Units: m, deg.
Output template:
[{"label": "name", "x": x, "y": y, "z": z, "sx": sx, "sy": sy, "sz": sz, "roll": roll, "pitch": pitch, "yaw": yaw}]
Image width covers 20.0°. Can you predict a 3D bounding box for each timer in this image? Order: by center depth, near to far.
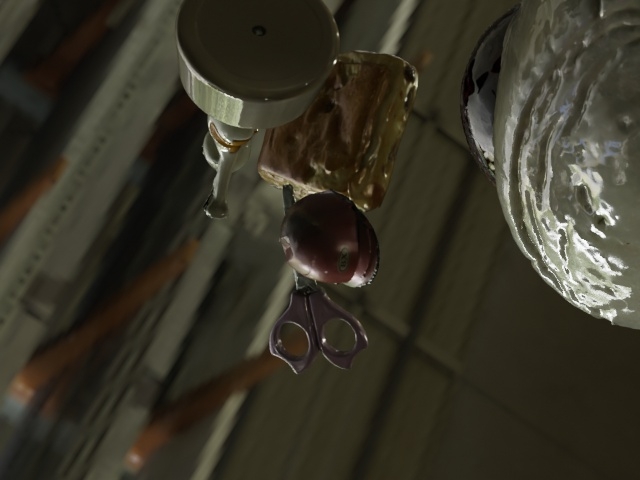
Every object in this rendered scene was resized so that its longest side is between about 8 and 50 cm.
[{"label": "timer", "x": -0.088, "y": -0.150, "z": 2.009, "sx": 0.266, "sy": 0.175, "sz": 0.175, "roll": 109, "pitch": 4, "yaw": -55}]

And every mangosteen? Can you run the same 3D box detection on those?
[{"label": "mangosteen", "x": 0.242, "y": -0.143, "z": 1.742, "sx": 0.235, "sy": 0.235, "sz": 0.261, "roll": -53, "pitch": -158, "yaw": 10}]

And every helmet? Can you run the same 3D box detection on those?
[{"label": "helmet", "x": 0.000, "y": 0.001, "z": 1.261, "sx": 0.084, "sy": 0.049, "sz": 0.065, "roll": 37, "pitch": -53, "yaw": 51}]

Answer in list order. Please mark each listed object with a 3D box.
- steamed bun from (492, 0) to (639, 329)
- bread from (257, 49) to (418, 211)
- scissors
[{"label": "steamed bun", "x": 0.257, "y": -0.131, "z": 1.433, "sx": 0.383, "sy": 0.236, "sz": 0.247, "roll": 104, "pitch": 8, "yaw": -45}, {"label": "bread", "x": 0.013, "y": -0.148, "z": 2.358, "sx": 0.235, "sy": 0.099, "sz": 0.210, "roll": 10, "pitch": -100, "yaw": 54}, {"label": "scissors", "x": -0.016, "y": 0.042, "z": 1.904, "sx": 0.110, "sy": 0.212, "sz": 0.021, "roll": -5, "pitch": -159, "yaw": 18}]
